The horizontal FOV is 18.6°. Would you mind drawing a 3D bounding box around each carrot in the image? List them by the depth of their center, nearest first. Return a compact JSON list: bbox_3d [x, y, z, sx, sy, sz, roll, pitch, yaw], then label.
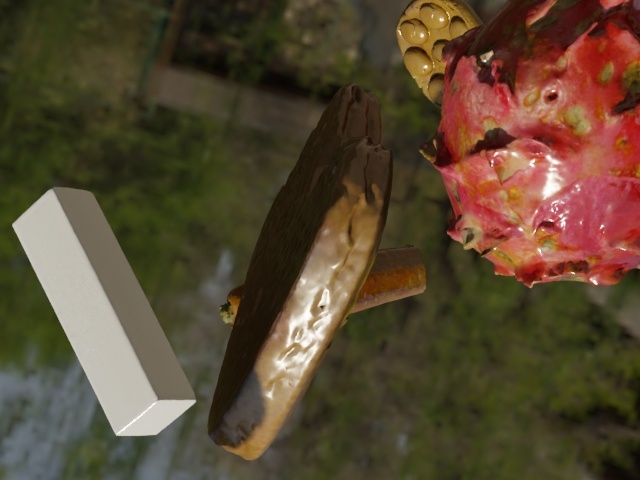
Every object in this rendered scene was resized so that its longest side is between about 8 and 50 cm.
[{"bbox_3d":[0.002,0.054,2.069,0.225,0.067,0.067,-15,-161,-18],"label":"carrot"}]

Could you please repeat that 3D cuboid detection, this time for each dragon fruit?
[{"bbox_3d":[0.180,-0.093,1.358,0.205,0.268,0.210,-3,-141,-25],"label":"dragon fruit"}]

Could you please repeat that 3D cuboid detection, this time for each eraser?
[{"bbox_3d":[-0.252,0.081,2.269,0.076,0.078,0.298,8,-132,-56],"label":"eraser"}]

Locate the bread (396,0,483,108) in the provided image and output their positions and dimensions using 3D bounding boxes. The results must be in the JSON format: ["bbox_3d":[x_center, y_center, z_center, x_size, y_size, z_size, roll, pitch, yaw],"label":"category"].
[{"bbox_3d":[0.102,-0.149,1.558,0.024,0.110,0.110,-31,-142,-33],"label":"bread"}]

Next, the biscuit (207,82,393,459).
[{"bbox_3d":[0.002,0.001,1.292,0.052,0.262,0.277,22,-143,-7],"label":"biscuit"}]
